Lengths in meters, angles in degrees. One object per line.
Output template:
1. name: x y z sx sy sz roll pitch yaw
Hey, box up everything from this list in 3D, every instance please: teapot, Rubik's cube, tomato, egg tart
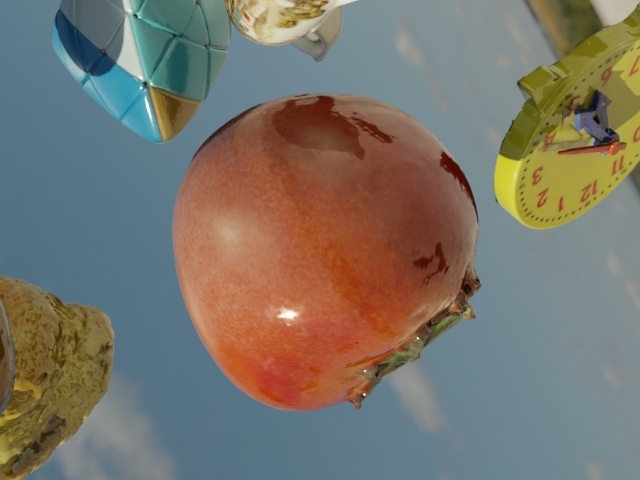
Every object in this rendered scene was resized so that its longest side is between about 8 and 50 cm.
1. teapot: 0.000 -0.263 1.498 0.139 0.204 0.298 42 165 -8
2. Rubik's cube: -0.207 -0.241 1.869 0.254 0.254 0.254 57 -168 -20
3. tomato: 0.000 0.000 1.563 0.321 0.321 0.321 57 -168 -20
4. egg tart: -0.456 0.170 2.028 0.153 0.351 0.339 92 -166 -49

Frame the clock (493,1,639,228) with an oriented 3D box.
1. clock: 0.326 -0.130 1.856 0.071 0.277 0.293 44 161 30

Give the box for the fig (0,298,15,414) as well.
1. fig: -0.361 0.060 1.493 0.170 0.274 0.145 24 -160 19
